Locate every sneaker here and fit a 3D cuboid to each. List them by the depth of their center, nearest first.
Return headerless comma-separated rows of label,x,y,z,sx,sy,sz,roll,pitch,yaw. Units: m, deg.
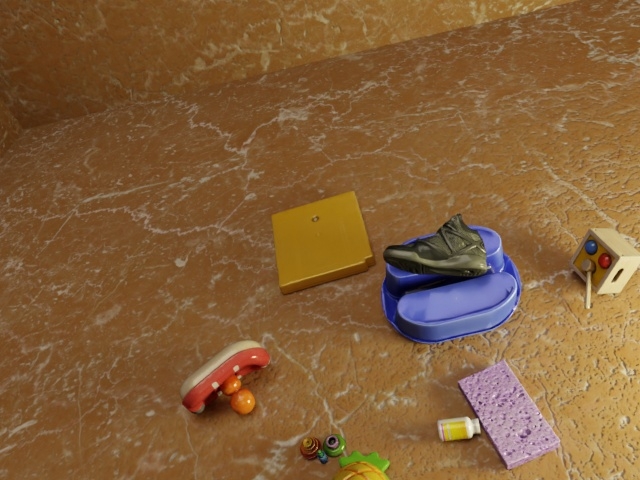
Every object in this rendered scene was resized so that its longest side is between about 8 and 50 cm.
sneaker,0.257,0.009,1.249,0.227,0.087,0.131,1,66,10

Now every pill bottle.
pill bottle,0.286,0.390,1.145,0.083,0.043,0.043,-11,42,12

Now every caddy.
caddy,0.312,0.111,1.337,0.340,0.179,0.242,-14,66,7

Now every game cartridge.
game cartridge,0.000,0.000,1.673,0.285,0.053,0.324,-16,44,5

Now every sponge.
sponge,0.385,0.356,1.150,0.117,0.031,0.210,-23,42,-2

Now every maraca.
maraca,0.080,0.484,1.094,0.127,0.099,0.186,2,20,10

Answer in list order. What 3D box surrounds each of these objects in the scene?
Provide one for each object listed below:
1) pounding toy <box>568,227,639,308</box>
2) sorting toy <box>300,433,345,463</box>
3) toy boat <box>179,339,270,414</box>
pounding toy,0.650,0.065,1.288,0.100,0.141,0.130,0,37,-20
sorting toy,0.001,0.447,1.200,0.101,0.042,0.061,-14,42,7
toy boat,-0.214,0.352,1.339,0.231,0.151,0.151,-38,75,-18
